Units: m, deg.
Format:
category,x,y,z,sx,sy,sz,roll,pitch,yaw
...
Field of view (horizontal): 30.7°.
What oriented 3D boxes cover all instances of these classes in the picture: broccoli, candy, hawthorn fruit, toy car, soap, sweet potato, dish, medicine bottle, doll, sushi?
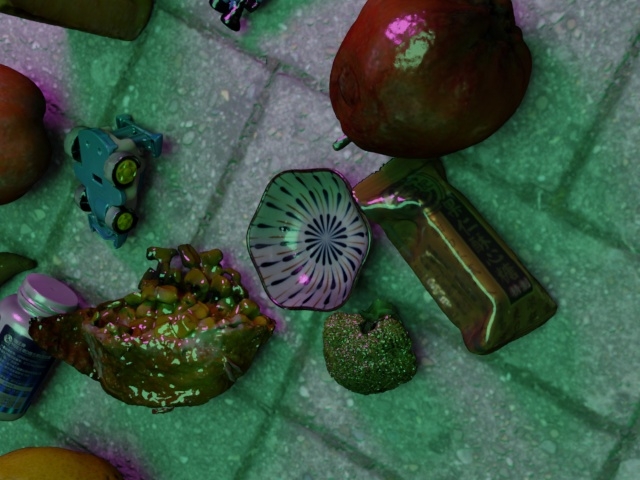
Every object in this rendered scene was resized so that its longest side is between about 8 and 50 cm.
category,x,y,z,sx,sy,sz,roll,pitch,yaw
broccoli,0.060,0.130,1.428,0.130,0.131,0.120,3,54,32
candy,0.154,0.009,1.382,0.271,0.143,0.101,55,146,12
hawthorn fruit,-0.487,-0.139,1.548,0.199,0.251,0.200,9,102,49
toy car,-0.266,-0.081,1.560,0.126,0.098,0.162,30,133,43
soap,-0.318,-0.417,1.424,0.169,0.338,0.305,14,98,18
sweet potato,-0.524,0.064,1.667,0.249,0.059,0.069,-11,68,24
dish,0.000,0.000,1.458,0.190,0.066,0.191,0,90,34
medicine bottle,-0.413,0.145,1.599,0.107,0.107,0.192,36,103,15
doll,-0.066,-0.357,1.478,0.195,0.070,0.096,-47,60,19
sushi,-0.207,0.115,1.505,0.296,0.167,0.179,1,115,27
hawthorn fruit,0.109,-0.190,1.349,0.260,0.224,0.224,-34,80,33

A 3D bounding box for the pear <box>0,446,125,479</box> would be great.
category,x,y,z,sx,sy,sz,roll,pitch,yaw
pear,-0.362,0.406,1.502,0.294,0.294,0.294,1,92,20
